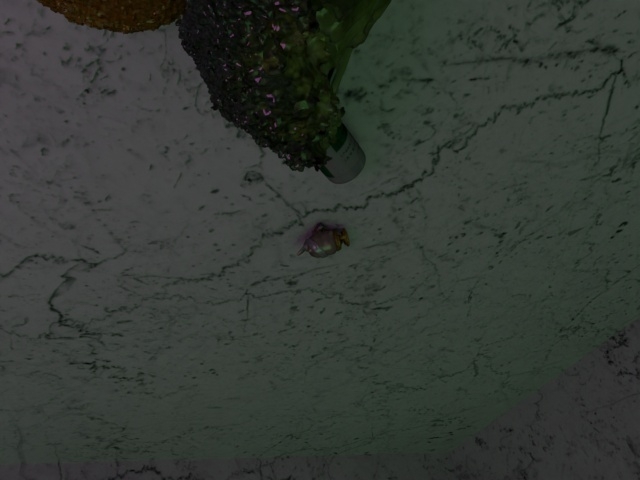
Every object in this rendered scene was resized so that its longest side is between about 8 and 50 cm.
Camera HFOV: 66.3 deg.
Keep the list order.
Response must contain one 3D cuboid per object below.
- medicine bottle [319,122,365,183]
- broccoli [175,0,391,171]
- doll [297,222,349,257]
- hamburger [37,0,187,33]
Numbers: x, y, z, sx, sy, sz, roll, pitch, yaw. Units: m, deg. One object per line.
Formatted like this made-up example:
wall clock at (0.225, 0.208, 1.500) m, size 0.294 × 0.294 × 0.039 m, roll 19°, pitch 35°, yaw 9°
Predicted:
medicine bottle at (-0.013, -0.211, 0.902) m, size 0.095 × 0.095 × 0.260 m, roll -31°, pitch 137°, yaw 16°
broccoli at (-0.005, -0.304, 0.617) m, size 0.275 × 0.353 × 0.397 m, roll 37°, pitch 105°, yaw -4°
doll at (0.000, 0.000, 1.159) m, size 0.127 × 0.073 × 0.084 m, roll -16°, pitch 105°, yaw -6°
hamburger at (-0.256, -0.392, 0.570) m, size 0.276 × 0.179 × 0.294 m, roll -14°, pitch 138°, yaw -3°
